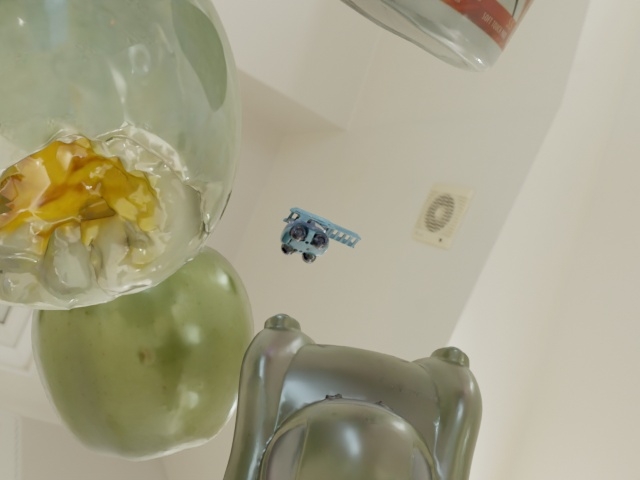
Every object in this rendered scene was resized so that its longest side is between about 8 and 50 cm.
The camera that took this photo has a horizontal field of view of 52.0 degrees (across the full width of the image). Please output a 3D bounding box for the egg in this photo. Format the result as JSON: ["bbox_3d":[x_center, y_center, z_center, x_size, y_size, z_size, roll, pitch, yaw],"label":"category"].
[{"bbox_3d":[-0.210,-0.128,0.521,0.278,0.278,0.336,-44,-125,33],"label":"egg"}]

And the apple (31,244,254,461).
[{"bbox_3d":[-0.265,0.163,1.025,0.357,0.357,0.357,-38,-140,39],"label":"apple"}]

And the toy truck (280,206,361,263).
[{"bbox_3d":[0.000,0.000,1.098,0.063,0.136,0.074,-50,-158,45],"label":"toy truck"}]

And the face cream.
[{"bbox_3d":[0.116,-0.281,0.601,0.187,0.201,0.201,-59,-150,13],"label":"face cream"}]

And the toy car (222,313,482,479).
[{"bbox_3d":[0.021,0.209,0.574,0.336,0.242,0.226,-76,176,-46],"label":"toy car"}]
